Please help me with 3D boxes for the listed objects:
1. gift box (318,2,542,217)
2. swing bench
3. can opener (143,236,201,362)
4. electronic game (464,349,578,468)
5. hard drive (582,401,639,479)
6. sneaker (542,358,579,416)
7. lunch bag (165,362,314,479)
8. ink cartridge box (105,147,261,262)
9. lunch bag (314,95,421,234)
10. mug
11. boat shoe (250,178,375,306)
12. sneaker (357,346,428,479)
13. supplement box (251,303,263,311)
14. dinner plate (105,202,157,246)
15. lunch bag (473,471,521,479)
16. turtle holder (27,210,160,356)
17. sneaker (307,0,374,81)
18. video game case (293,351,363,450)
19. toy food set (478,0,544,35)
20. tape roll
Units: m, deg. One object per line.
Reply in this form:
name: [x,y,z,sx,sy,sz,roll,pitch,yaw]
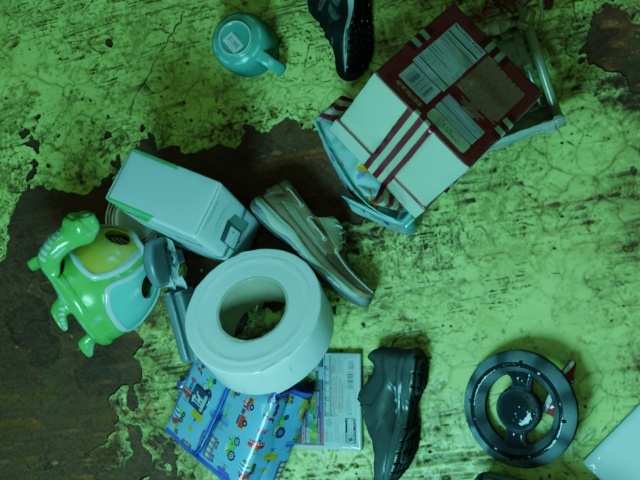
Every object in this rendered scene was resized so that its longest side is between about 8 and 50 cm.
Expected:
gift box: [0.169,-0.209,1.643,0.276,0.258,0.255,-39,86,-25]
swing bench: [0.316,-0.292,1.855,0.253,0.165,0.254,-18,88,15]
can opener: [-0.305,0.126,1.988,0.074,0.093,0.280,-5,105,49]
electronic game: [0.385,0.325,1.849,0.229,0.048,0.229,1,92,32]
hard drive: [0.672,0.376,1.781,0.203,0.040,0.307,44,101,14]
sneaker: [0.479,0.292,1.841,0.067,0.042,0.118,29,104,20]
lunch bag: [-0.192,0.355,2.006,0.293,0.138,0.220,25,96,37]
ink cartridge box: [-0.270,-0.057,1.950,0.211,0.289,0.121,22,81,17]
lunch bag: [0.111,-0.130,1.874,0.160,0.223,0.262,-27,80,4]
mug: [-0.152,-0.418,2.032,0.158,0.097,0.129,3,89,17]
boat shoe: [0.000,0.000,1.961,0.324,0.123,0.116,44,83,7]
sneaker: [0.134,0.350,1.925,0.130,0.109,0.286,7,83,27]
supplement box: [-0.163,0.106,2.047,0.098,0.036,0.062,23,94,16]
dinner plate: [-0.415,-0.049,2.140,0.141,0.017,0.141,0,89,16]
lunch bag: [0.392,0.534,1.753,0.303,0.243,0.114,21,94,16]
turtle holder: [-0.475,0.060,2.017,0.227,0.243,0.320,-32,117,-8]
sneaker: [0.036,-0.465,1.990,0.124,0.107,0.283,-2,83,32]
video game case: [-0.002,0.334,1.997,0.184,0.023,0.201,-1,89,17]
toy food set: [0.347,-0.416,1.746,0.122,0.019,0.077,-4,91,24]
tape roll: [-0.120,0.160,1.901,0.286,0.100,0.286,-9,54,12]
